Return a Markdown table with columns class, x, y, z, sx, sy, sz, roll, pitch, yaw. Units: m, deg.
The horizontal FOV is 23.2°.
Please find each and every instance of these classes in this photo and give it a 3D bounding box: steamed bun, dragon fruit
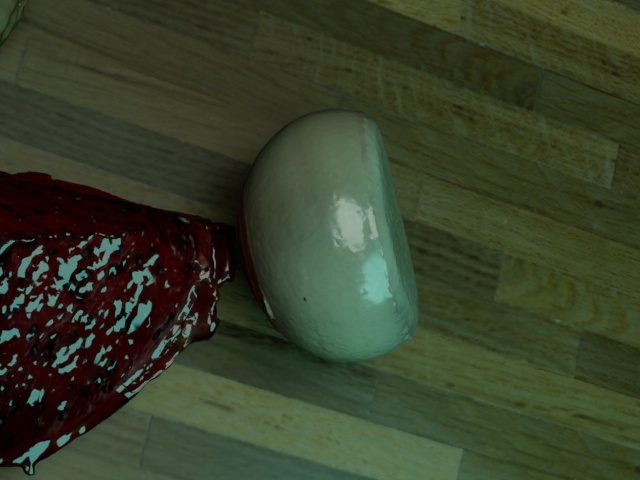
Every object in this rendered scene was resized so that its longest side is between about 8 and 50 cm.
| class | x | y | z | sx | sy | sz | roll | pitch | yaw |
| --- | --- | --- | --- | --- | --- | --- | --- | --- | --- |
| steamed bun | 0.000 | 0.000 | 1.706 | 0.177 | 0.283 | 0.283 | -12 | 83 | 6 |
| dragon fruit | -0.277 | 0.060 | 1.682 | 0.329 | 0.228 | 0.286 | -13 | 117 | -41 |

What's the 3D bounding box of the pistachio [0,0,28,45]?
| class | x | y | z | sx | sy | sz | roll | pitch | yaw |
| --- | --- | --- | --- | --- | --- | --- | --- | --- | --- |
| pistachio | -0.393 | -0.299 | 1.682 | 0.144 | 0.144 | 0.215 | -23 | 83 | -23 |
